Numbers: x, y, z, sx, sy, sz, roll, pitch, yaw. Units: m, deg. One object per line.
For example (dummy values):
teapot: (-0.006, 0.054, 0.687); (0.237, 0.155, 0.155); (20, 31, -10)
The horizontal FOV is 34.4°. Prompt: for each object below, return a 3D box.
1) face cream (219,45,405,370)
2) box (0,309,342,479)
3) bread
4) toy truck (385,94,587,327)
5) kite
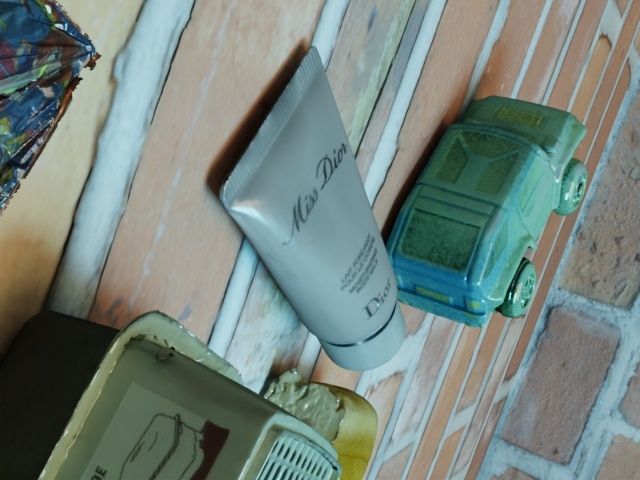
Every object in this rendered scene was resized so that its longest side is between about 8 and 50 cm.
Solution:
face cream: (0.000, 0.000, 0.839); (0.143, 0.089, 0.314); (-59, 148, -24)
box: (-0.121, 0.192, 0.578); (0.291, 0.166, 0.220); (-63, 160, -12)
bread: (-0.011, 0.199, 0.990); (0.134, 0.085, 0.173); (-68, 159, -10)
toy truck: (0.186, -0.039, 1.153); (0.279, 0.155, 0.156); (-58, 150, -24)
kite: (-0.157, -0.070, 0.443); (0.189, 0.009, 0.232); (-36, 142, -53)
